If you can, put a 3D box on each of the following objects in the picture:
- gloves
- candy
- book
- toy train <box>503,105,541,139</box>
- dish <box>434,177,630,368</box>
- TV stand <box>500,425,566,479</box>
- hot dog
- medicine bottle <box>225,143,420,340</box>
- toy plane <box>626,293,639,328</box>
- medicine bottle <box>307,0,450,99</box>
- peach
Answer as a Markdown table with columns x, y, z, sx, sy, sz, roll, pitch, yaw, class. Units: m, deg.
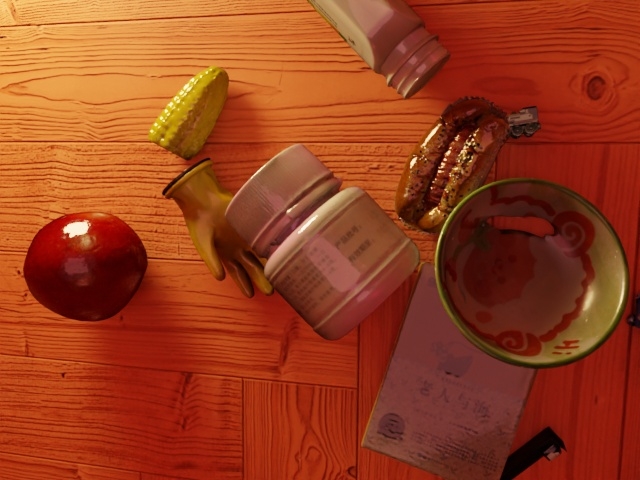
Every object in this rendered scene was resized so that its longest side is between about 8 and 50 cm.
| x | y | z | sx | sy | sz | roll | pitch | yaw | class |
| --- | --- | --- | --- | --- | --- | --- | --- | --- | --- |
| -0.177 | -0.014 | 1.174 | 0.133 | 0.116 | 0.294 | -36 | 94 | 22 | gloves |
| -0.251 | -0.258 | 1.159 | 0.106 | 0.094 | 0.198 | 37 | 98 | 12 | candy |
| 0.259 | 0.261 | 1.111 | 0.269 | 0.032 | 0.388 | 17 | 94 | 10 | book |
| 0.352 | -0.210 | 1.052 | 0.084 | 0.033 | 0.053 | -7 | 90 | 14 | toy train |
| 0.349 | 0.062 | 1.022 | 0.325 | 0.124 | 0.323 | 0 | 75 | -1 | dish |
| 0.357 | 0.459 | 1.128 | 0.040 | 0.049 | 0.256 | 46 | 104 | 3 | TV stand |
| 0.230 | -0.134 | 1.055 | 0.144 | 0.075 | 0.267 | 35 | 111 | 17 | hot dog |
| 0.000 | 0.000 | 1.053 | 0.241 | 0.241 | 0.302 | -44 | 86 | 14 | medicine bottle |
| 0.588 | 0.164 | 1.039 | 0.062 | 0.054 | 0.167 | -4 | 96 | -12 | toy plane |
| 0.077 | -0.398 | 1.017 | 0.324 | 0.179 | 0.124 | 46 | 104 | 3 | medicine bottle |
| -0.474 | 0.057 | 1.196 | 0.244 | 0.199 | 0.243 | 2 | 106 | 7 | peach |
